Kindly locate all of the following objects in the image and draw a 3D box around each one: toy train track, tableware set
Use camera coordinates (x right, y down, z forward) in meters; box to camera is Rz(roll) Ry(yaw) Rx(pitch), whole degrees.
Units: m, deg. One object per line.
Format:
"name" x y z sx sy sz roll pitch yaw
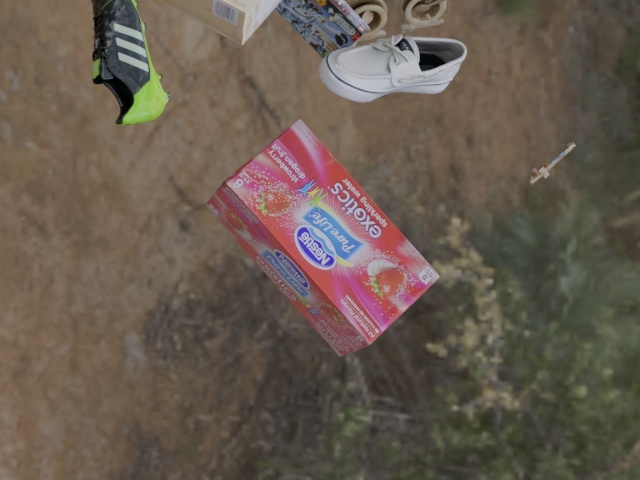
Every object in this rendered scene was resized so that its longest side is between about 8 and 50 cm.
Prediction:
"toy train track" 0.333 -0.114 1.854 0.083 0.014 0.048 -42 158 9
"tableware set" 0.130 -0.388 2.209 0.128 0.194 0.039 86 -12 -54

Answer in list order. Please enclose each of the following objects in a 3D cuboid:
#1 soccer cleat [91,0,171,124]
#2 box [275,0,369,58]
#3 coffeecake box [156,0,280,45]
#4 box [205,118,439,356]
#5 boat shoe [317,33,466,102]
"soccer cleat" -0.229 -0.216 1.437 0.072 0.060 0.179 -24 96 -33
"box" -0.002 -0.349 1.984 0.137 0.094 0.027 46 48 -8
"coffeecake box" -0.118 -0.377 1.778 0.185 0.142 0.068 -55 167 -34
"box" 0.000 0.000 1.536 0.128 0.122 0.257 -42 93 -20
"boat shoe" 0.116 -0.273 1.963 0.267 0.088 0.096 -3 58 -37
